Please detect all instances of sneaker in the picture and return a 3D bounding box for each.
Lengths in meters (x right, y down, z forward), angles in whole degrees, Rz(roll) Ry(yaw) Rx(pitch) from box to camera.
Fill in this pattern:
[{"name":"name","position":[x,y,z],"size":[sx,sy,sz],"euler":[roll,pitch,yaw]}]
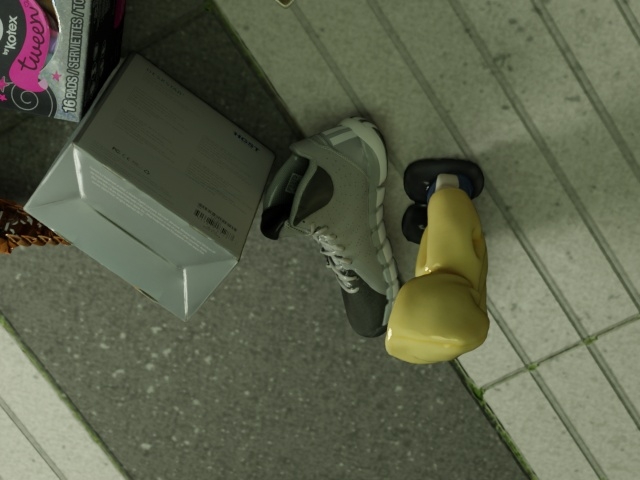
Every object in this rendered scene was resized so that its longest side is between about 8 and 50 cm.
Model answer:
[{"name":"sneaker","position":[0.000,0.000,1.541],"size":[0.132,0.086,0.228],"euler":[-18,112,-32]}]

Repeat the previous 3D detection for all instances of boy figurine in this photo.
[{"name":"boy figurine","position":[0.112,0.035,1.464],"size":[0.092,0.285,0.177],"euler":[4,120,5]}]

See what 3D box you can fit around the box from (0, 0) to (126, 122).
[{"name":"box","position":[-0.256,-0.257,1.431],"size":[0.142,0.163,0.247],"euler":[10,117,2]}]

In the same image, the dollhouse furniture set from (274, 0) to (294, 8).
[{"name":"dollhouse furniture set","position":[-0.055,-0.266,1.446],"size":[0.114,0.081,0.091],"euler":[39,115,-12]}]

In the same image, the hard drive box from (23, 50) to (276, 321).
[{"name":"hard drive box","position":[-0.151,-0.056,1.480],"size":[0.181,0.232,0.089],"euler":[36,116,-10]}]

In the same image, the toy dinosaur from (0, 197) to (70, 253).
[{"name":"toy dinosaur","position":[-0.385,-0.051,1.564],"size":[0.322,0.164,0.218],"euler":[-8,160,-2]}]
